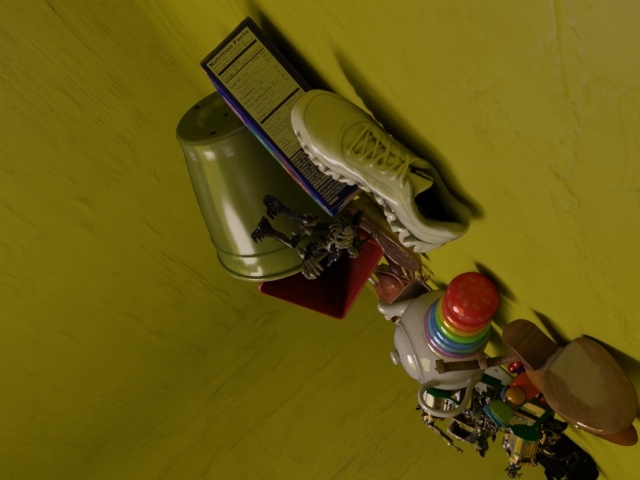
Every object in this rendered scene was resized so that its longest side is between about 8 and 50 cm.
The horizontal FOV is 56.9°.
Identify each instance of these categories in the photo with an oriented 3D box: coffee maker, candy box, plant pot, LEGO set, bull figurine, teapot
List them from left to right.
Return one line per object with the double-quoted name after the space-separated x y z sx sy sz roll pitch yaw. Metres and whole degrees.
-0.148 -0.158 1.368 0.366 0.366 0.353 44 164 49 "plant pot"
-0.046 -0.197 1.042 0.317 0.122 0.268 49 -178 1 "candy box"
-0.007 0.021 1.689 0.267 0.267 0.236 21 -154 -17 "plant pot"
0.212 0.141 1.814 0.188 0.101 0.310 47 163 23 "bull figurine"
0.280 0.181 1.646 0.109 0.109 0.096 46 -170 29 "plant pot"
0.258 0.251 1.390 0.256 0.187 0.253 -157 46 -85 "teapot"
0.398 0.462 1.412 0.331 0.192 0.255 15 -160 30 "LEGO set"
0.640 0.569 1.598 0.178 0.120 0.171 40 149 59 "coffee maker"

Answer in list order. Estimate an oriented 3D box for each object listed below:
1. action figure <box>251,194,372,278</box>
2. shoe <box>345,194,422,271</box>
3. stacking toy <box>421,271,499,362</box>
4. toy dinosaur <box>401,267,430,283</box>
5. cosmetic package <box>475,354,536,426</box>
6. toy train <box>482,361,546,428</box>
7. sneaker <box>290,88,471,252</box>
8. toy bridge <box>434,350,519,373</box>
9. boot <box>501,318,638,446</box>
0.000 0.000 1.234 0.275 0.164 0.141 15 -144 -28 "action figure"
0.152 -0.019 1.338 0.219 0.058 0.077 43 156 11 "shoe"
0.262 0.137 1.102 0.141 0.141 0.330 46 173 20 "stacking toy"
0.221 0.062 1.445 0.212 0.064 0.112 63 -174 -48 "toy dinosaur"
0.479 0.414 1.633 0.085 0.117 0.231 48 176 -33 "cosmetic package"
0.392 0.303 1.169 0.105 0.143 0.248 46 177 21 "toy train"
0.088 -0.101 0.797 0.292 0.110 0.118 40 171 -10 "sneaker"
0.315 0.235 1.151 0.063 0.188 0.026 49 -149 -61 "toy bridge"
0.390 0.228 0.831 0.211 0.104 0.295 43 -177 -14 "boot"
